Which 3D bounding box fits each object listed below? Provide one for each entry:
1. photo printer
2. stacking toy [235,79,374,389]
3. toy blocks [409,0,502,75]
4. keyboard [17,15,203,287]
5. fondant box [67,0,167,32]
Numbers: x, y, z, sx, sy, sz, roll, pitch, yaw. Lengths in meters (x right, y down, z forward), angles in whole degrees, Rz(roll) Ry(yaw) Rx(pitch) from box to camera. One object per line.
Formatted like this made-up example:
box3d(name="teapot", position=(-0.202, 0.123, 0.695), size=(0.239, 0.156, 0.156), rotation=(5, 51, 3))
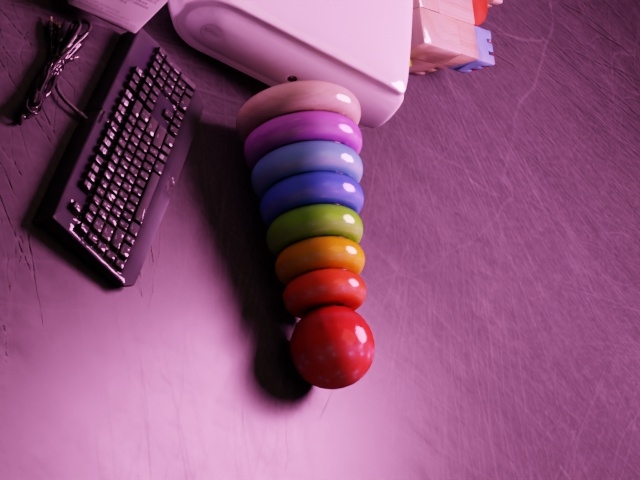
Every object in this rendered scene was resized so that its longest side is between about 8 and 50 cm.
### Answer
box3d(name="photo printer", position=(-0.039, -0.296, 1.847), size=(0.308, 0.107, 0.256), rotation=(25, 49, -24))
box3d(name="stacking toy", position=(0.000, 0.000, 1.695), size=(0.141, 0.141, 0.330), rotation=(13, 59, -46))
box3d(name="toy blocks", position=(0.146, -0.370, 2.113), size=(0.261, 0.191, 0.381), rotation=(6, 74, -56))
box3d(name="keyboard", position=(-0.219, -0.115, 1.591), size=(0.201, 0.033, 0.317), rotation=(41, 37, -23))
box3d(name="fondant box", position=(-0.144, -0.410, 1.623), size=(0.096, 0.330, 0.238), rotation=(22, 41, -41))
